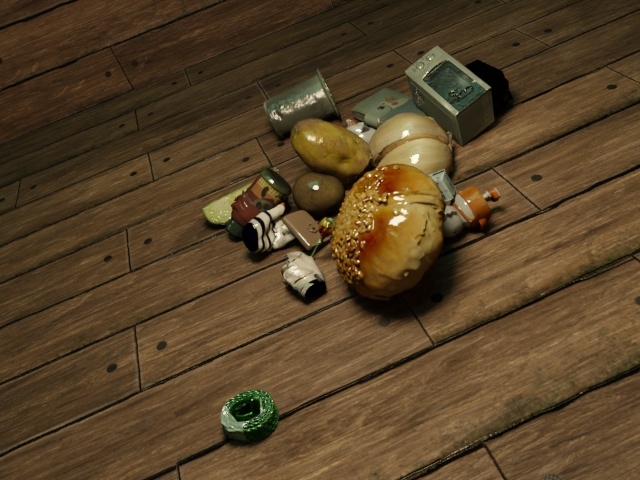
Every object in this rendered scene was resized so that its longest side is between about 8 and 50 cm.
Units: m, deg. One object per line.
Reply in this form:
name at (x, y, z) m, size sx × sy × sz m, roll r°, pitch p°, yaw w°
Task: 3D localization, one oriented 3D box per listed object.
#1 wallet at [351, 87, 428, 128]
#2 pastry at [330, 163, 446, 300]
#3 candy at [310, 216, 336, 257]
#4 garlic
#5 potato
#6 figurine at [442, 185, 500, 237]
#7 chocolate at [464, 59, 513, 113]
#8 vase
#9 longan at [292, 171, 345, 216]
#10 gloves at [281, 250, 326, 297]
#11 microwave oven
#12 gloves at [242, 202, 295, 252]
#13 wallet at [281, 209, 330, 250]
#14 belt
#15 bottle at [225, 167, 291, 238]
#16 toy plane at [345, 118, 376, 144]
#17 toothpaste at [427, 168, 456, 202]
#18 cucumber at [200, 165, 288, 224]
wallet at (0.304, -0.540, 2.332) m, size 0.252 × 0.083 × 0.360 m, roll -31°, pitch 40°, yaw -20°
pastry at (0.179, -0.032, 1.602) m, size 0.245 × 0.409 × 0.409 m, roll 20°, pitch 38°, yaw -19°
candy at (0.000, 0.000, 1.787) m, size 0.060 × 0.201 × 0.060 m, roll 13°, pitch 47°, yaw -14°
garlic at (0.320, -0.313, 1.999) m, size 0.313 × 0.249 × 0.286 m, roll -2°, pitch 82°, yaw 9°
potato at (0.014, -0.338, 2.009) m, size 0.229 × 0.266 × 0.229 m, roll -26°, pitch 50°, yaw 35°
figurine at (0.426, -0.087, 1.735) m, size 0.271 × 0.143 × 0.143 m, roll -14°, pitch 41°, yaw 4°
chocolate at (0.658, -0.568, 2.202) m, size 0.177 × 0.206 × 0.224 m, roll 4°, pitch 30°, yaw -47°
vase at (-0.085, -0.579, 2.424) m, size 0.291 × 0.245 × 0.245 m, roll -25°, pitch 40°, yaw 4°
longan at (-0.006, -0.164, 1.974) m, size 0.187 × 0.167 × 0.167 m, roll -9°, pitch 41°, yaw 10°
gloves at (-0.064, 0.094, 1.762) m, size 0.127 × 0.111 × 0.212 m, roll -35°, pitch 50°, yaw -9°
microwave oven at (0.487, -0.541, 2.074) m, size 0.181 × 0.237 × 0.295 m, roll -40°, pitch 59°, yaw 2°
gloves at (-0.159, -0.036, 1.932) m, size 0.219 × 0.131 × 0.140 m, roll -18°, pitch 71°, yaw -49°
wallet at (-0.046, -0.038, 1.885) m, size 0.153 × 0.039 × 0.118 m, roll 45°, pitch 42°, yaw 20°
belt at (-0.186, 0.446, 1.436) m, size 0.151 × 0.079 × 0.121 m, roll -16°, pitch 41°, yaw 5°
bottle at (-0.227, -0.119, 2.003) m, size 0.156 × 0.143 × 0.271 m, roll 44°, pitch 104°, yaw 9°
toy plane at (0.110, -0.409, 2.237) m, size 0.245 × 0.117 × 0.244 m, roll -12°, pitch 39°, yaw 10°
toothpaste at (0.265, -0.126, 1.797) m, size 0.336 × 0.081 × 0.067 m, roll -20°, pitch 29°, yaw 36°
cucumber at (-0.284, -0.150, 2.120) m, size 0.325 × 0.145 × 0.105 m, roll -26°, pitch 3°, yaw -2°
